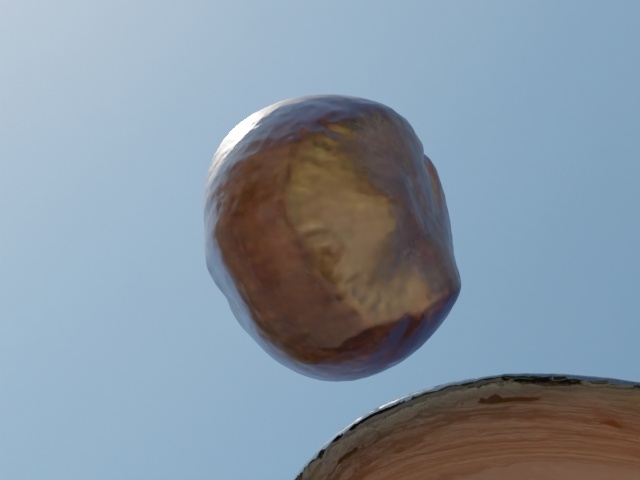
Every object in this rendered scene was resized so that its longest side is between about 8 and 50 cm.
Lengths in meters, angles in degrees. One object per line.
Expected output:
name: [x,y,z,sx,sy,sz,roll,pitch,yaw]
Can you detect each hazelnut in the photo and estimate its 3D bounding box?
hazelnut: [0.000,0.000,0.982,0.143,0.143,0.154,-20,-88,33]

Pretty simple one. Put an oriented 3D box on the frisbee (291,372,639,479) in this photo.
frisbee: [0.096,0.145,0.603,0.250,0.021,0.251,11,-51,14]
